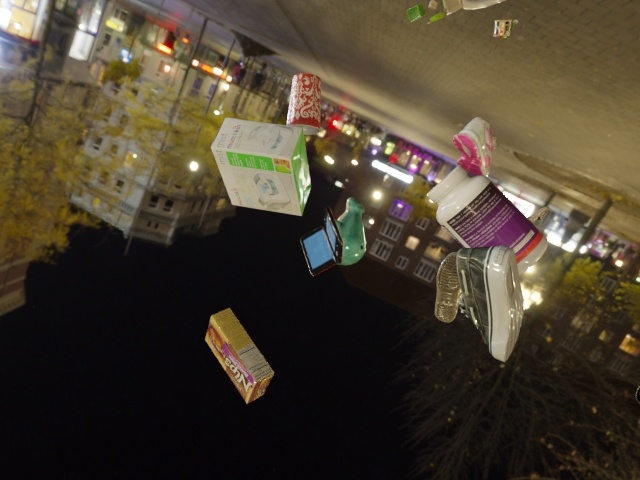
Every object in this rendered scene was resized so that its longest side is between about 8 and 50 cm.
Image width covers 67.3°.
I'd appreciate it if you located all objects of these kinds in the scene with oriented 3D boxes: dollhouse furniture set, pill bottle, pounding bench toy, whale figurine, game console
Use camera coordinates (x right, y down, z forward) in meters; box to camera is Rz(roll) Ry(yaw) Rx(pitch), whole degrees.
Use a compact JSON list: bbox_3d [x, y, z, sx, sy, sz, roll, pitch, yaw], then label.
[{"bbox_3d":[0.327,-0.669,1.371,0.076,0.152,0.059,64,166,-18],"label":"dollhouse furniture set"},{"bbox_3d":[0.452,-0.052,1.332,0.323,0.181,0.181,47,-165,2],"label":"pill bottle"},{"bbox_3d":[0.726,-0.828,1.883,0.084,0.065,0.052,0,-157,3],"label":"pounding bench toy"},{"bbox_3d":[0.125,-0.031,1.917,0.141,0.271,0.216,11,166,40],"label":"whale figurine"},{"bbox_3d":[0.000,0.000,1.290,0.085,0.124,0.143,-11,-129,-11],"label":"game console"}]

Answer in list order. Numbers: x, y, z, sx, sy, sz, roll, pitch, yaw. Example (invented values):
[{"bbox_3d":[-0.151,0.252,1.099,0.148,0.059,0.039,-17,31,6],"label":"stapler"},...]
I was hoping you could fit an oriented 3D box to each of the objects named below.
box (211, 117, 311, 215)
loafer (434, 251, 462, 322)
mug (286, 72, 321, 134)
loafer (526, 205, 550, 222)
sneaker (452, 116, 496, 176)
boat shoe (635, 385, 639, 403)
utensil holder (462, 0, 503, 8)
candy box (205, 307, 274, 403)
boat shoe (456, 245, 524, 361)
[{"bbox_3d":[-0.161,-0.211,1.392,0.231,0.126,0.261,10,149,10],"label":"box"},{"bbox_3d":[0.475,0.163,1.754,0.102,0.268,0.092,16,-160,21],"label":"loafer"},{"bbox_3d":[-0.051,-0.435,1.557,0.113,0.169,0.150,4,178,-2],"label":"mug"},{"bbox_3d":[0.882,-0.092,1.963,0.045,0.125,0.039,42,-160,-59],"label":"loafer"},{"bbox_3d":[0.478,-0.273,1.443,0.103,0.111,0.252,37,175,28],"label":"sneaker"},{"bbox_3d":[0.693,0.286,0.974,0.042,0.132,0.049,-4,-142,-33],"label":"boat shoe"},{"bbox_3d":[0.497,-0.918,1.347,0.328,0.385,0.327,-19,-176,1],"label":"utensil holder"},{"bbox_3d":[-0.184,0.257,1.077,0.053,0.109,0.186,-21,-120,-36],"label":"candy box"},{"bbox_3d":[0.364,0.130,1.043,0.119,0.335,0.121,13,-133,36],"label":"boat shoe"}]
